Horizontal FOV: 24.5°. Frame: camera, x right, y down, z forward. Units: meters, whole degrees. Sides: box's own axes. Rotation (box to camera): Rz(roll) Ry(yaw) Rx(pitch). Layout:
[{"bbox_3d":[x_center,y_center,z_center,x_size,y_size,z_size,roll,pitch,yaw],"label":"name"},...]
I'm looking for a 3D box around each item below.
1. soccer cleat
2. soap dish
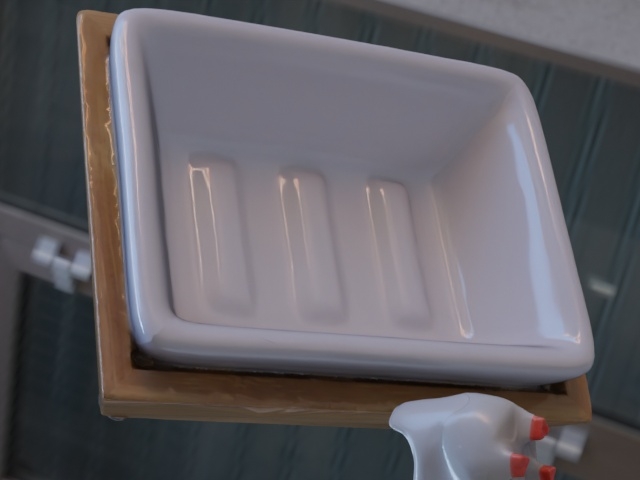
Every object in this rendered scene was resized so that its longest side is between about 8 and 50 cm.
[{"bbox_3d":[0.082,0.161,0.739,0.068,0.076,0.196,-42,-51,-50],"label":"soccer cleat"},{"bbox_3d":[0.000,0.000,0.830,0.118,0.291,0.229,-47,44,50],"label":"soap dish"}]
